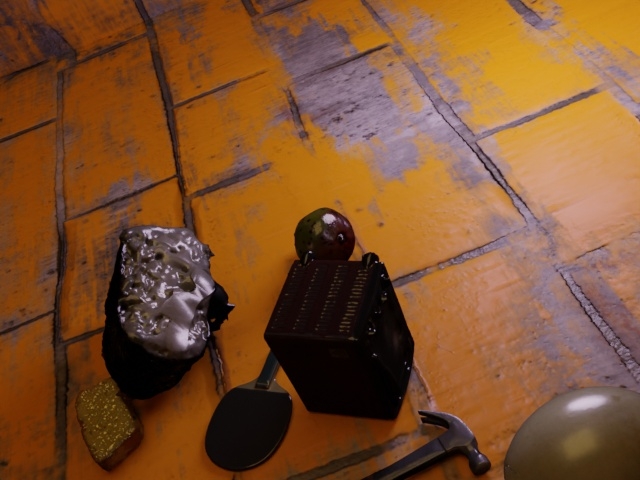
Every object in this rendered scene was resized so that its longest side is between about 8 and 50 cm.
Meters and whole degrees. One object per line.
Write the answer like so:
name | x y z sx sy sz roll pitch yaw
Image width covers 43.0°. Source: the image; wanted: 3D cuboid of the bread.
bread | -0.389 0.338 1.498 0.103 0.065 0.187 -32 40 -13

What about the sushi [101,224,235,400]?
sushi | -0.300 0.137 1.571 0.234 0.207 0.349 14 42 -18

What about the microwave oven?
microwave oven | 0.048 0.163 1.357 0.188 0.247 0.178 -2 47 24

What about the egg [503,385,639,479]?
egg | 0.370 0.297 1.107 0.253 0.187 0.186 -22 40 -7

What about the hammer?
hammer | 0.107 0.363 1.268 0.289 0.037 0.137 -26 41 -5

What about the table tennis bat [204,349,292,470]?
table tennis bat | -0.113 0.289 1.462 0.154 0.021 0.274 2 48 25

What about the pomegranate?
pomegranate | 0.004 0.006 1.653 0.129 0.159 0.129 4 71 -10
